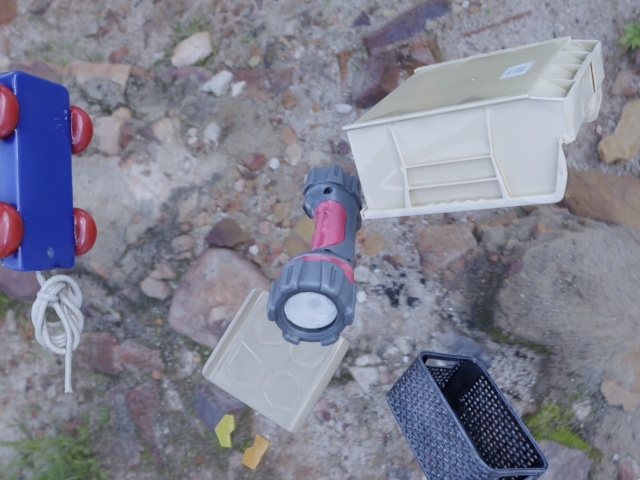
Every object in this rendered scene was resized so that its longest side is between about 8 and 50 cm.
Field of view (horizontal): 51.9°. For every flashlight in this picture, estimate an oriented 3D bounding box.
[{"bbox_3d":[0.000,0.000,0.856,0.103,0.304,0.103,-1,126,6],"label":"flashlight"}]

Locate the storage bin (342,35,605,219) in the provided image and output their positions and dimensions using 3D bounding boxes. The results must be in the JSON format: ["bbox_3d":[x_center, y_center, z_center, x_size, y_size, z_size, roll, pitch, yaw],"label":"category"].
[{"bbox_3d":[0.203,-0.147,0.823,0.260,0.262,0.123,-3,116,33],"label":"storage bin"}]

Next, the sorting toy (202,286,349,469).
[{"bbox_3d":[-0.113,0.278,1.313,0.229,0.041,0.307,31,81,5],"label":"sorting toy"}]

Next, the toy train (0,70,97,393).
[{"bbox_3d":[-0.270,-0.001,0.534,0.143,0.105,0.248,-3,89,19],"label":"toy train"}]

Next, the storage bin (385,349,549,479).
[{"bbox_3d":[0.177,0.234,0.818,0.084,0.122,0.180,-58,39,26],"label":"storage bin"}]

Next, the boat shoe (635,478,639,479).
[{"bbox_3d":[0.490,0.349,0.918,0.043,0.136,0.049,-134,50,-59],"label":"boat shoe"}]
